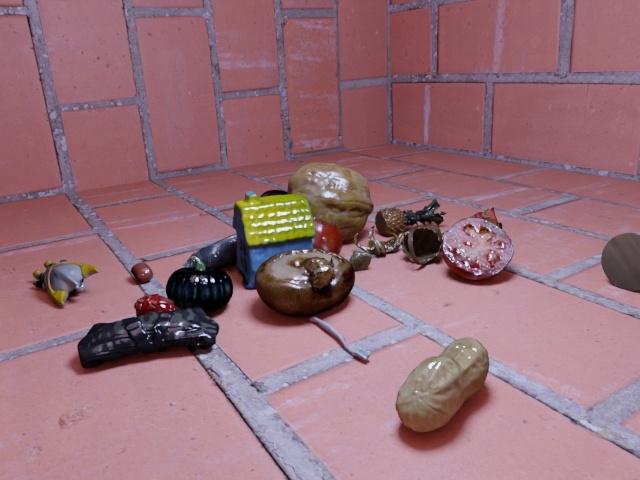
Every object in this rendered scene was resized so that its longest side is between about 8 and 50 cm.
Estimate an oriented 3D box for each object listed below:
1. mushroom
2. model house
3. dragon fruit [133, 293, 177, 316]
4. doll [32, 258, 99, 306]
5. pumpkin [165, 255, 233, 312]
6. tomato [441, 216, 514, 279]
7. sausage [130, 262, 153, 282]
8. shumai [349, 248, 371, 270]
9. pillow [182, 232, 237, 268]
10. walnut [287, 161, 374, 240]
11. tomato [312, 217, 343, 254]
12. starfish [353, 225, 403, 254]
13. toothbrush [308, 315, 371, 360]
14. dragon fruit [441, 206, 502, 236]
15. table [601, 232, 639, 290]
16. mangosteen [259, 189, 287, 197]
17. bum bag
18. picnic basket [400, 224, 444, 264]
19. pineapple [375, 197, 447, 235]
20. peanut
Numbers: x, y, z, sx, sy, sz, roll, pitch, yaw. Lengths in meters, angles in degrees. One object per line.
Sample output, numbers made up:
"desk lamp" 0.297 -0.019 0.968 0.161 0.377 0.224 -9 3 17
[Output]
"mushroom" -0.040 0.117 1.500 0.297 0.163 0.278 -12 12 -27
"model house" -0.157 -0.015 1.708 0.237 0.303 0.215 -9 26 -20
"dragon fruit" -0.412 0.208 1.428 0.190 0.094 0.094 23 22 3
"doll" -0.835 0.119 1.706 0.316 0.103 0.145 8 25 44
"pumpkin" -0.345 0.138 1.515 0.194 0.150 0.194 28 17 -9
"tomato" 0.492 0.036 1.667 0.225 0.085 0.225 -3 54 4
"sausage" -0.595 0.106 1.760 0.054 0.059 0.094 -37 34 -23
"shumai" 0.126 0.055 1.769 0.082 0.083 0.080 29 21 -36
"pillow" -0.326 0.035 1.865 0.161 0.093 0.335 -23 2 45
"walnut" 0.039 -0.144 2.028 0.343 0.306 0.306 3 17 -10
"tomato" 0.000 0.000 1.843 0.167 0.167 0.167 -3 19 1
"starfish" 0.221 -0.001 1.928 0.190 0.074 0.146 -18 25 -37
"toothbrush" 0.041 0.240 1.324 0.027 0.021 0.269 -36 30 -19
"dragon fruit" 0.527 -0.001 1.834 0.211 0.134 0.262 -15 -14 16
"table" 0.973 0.052 1.565 0.226 0.167 0.167 -6 17 -37
"mangosteen" -0.204 -0.112 2.191 0.230 0.194 0.194 -30 19 5
"bum bag" -0.426 0.232 1.314 0.340 0.095 0.144 -8 38 -11
"picnic basket" 0.339 0.014 1.773 0.137 0.128 0.178 -17 0 29
"pineapple" 0.362 -0.096 2.114 0.277 0.130 0.119 -9 32 -22
"peanut" 0.247 0.271 1.039 0.111 0.125 0.274 13 25 38
